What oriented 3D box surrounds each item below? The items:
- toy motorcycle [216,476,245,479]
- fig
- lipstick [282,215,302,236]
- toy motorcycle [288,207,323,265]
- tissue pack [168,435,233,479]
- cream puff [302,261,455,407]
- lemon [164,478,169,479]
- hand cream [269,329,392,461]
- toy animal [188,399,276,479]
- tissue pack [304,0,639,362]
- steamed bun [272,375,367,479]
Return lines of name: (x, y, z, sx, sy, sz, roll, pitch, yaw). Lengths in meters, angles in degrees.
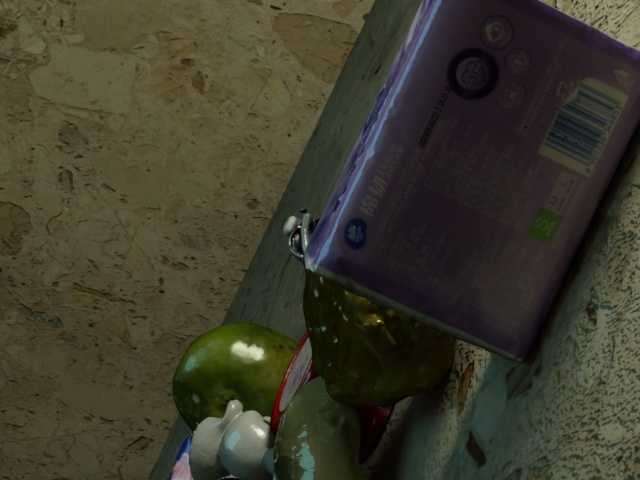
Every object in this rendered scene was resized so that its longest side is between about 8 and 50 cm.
toy motorcycle: (-0.091, 0.407, 1.570, 0.315, 0.113, 0.169, -139, 39, -56)
fig: (-0.110, 0.222, 2.120, 0.314, 0.233, 0.233, -43, -12, -51)
lipstick: (0.000, 0.000, 2.249, 0.040, 0.141, 0.040, -60, 11, 19)
toy motorcycle: (0.042, -0.020, 2.036, 0.270, 0.159, 0.106, 124, 146, -53)
tissue pack: (-0.187, 0.464, 1.948, 0.209, 0.137, 0.269, 64, -139, -62)
cream puff: (0.069, 0.080, 1.464, 0.244, 0.196, 0.244, 6, -90, -83)
lemon: (-0.239, 0.512, 2.155, 0.188, 0.188, 0.256, -76, 5, -48)
hand cream: (0.022, 0.200, 1.674, 0.193, 0.125, 0.193, -156, 90, -83)
toy animal: (-0.068, 0.292, 1.717, 0.131, 0.221, 0.104, -62, -39, -34)
tissue pack: (0.156, -0.073, 1.248, 0.338, 0.242, 0.160, -64, 7, 4)
steamed bun: (-0.008, 0.296, 1.492, 0.212, 0.110, 0.231, -129, 40, -69)
